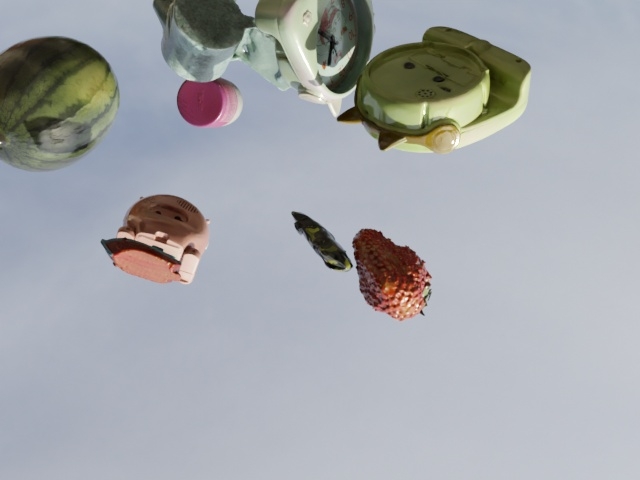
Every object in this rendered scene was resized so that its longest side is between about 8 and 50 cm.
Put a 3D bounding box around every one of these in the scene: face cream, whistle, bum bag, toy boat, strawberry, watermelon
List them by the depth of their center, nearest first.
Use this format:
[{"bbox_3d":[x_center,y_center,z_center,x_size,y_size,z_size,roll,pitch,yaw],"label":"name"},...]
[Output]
[{"bbox_3d":[-0.364,0.037,1.347,0.173,0.069,0.059,23,-160,-32],"label":"toy boat"},{"bbox_3d":[-0.609,-0.298,1.469,0.279,0.278,0.359,18,-137,9],"label":"watermelon"},{"bbox_3d":[0.166,0.088,1.547,0.236,0.175,0.107,28,-179,-8],"label":"strawberry"},{"bbox_3d":[0.000,0.000,1.602,0.107,0.060,0.232,28,-167,-44],"label":"bum bag"},{"bbox_3d":[-0.238,-0.525,1.739,0.405,0.168,0.188,5,-110,-24],"label":"whistle"},{"bbox_3d":[-0.375,-0.476,2.273,0.175,0.175,0.195,20,-165,11],"label":"face cream"}]

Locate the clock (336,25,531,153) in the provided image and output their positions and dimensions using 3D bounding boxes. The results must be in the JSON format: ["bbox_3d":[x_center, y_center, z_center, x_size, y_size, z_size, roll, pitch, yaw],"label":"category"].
[{"bbox_3d":[0.210,-0.291,1.307,0.348,0.117,0.286,-30,-132,-23],"label":"clock"}]

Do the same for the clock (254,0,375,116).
[{"bbox_3d":[0.007,-0.418,1.372,0.109,0.324,0.265,17,-120,30],"label":"clock"}]

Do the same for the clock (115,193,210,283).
[{"bbox_3d":[-0.399,-0.035,1.733,0.227,0.142,0.241,20,-142,-10],"label":"clock"}]
